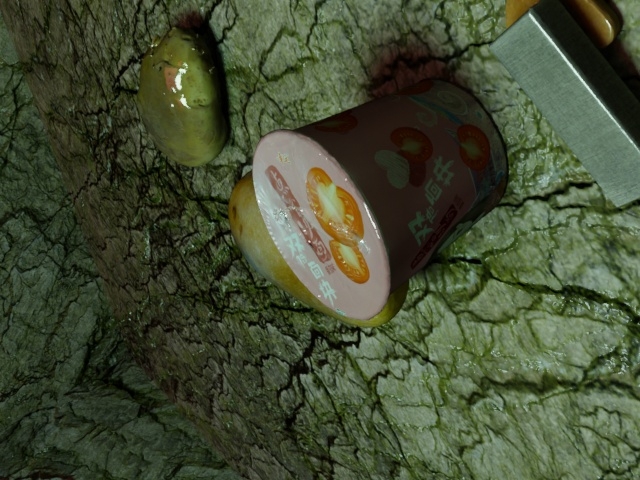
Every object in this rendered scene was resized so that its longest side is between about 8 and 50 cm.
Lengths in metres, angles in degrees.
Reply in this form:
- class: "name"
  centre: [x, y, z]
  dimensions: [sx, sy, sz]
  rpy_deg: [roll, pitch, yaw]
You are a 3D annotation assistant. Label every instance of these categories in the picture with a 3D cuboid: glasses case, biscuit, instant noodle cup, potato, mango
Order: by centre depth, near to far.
- class: "glasses case"
  centre: [0.252, -0.131, 0.695]
  dimensions: [0.205, 0.047, 0.071]
  rpy_deg: [50, 153, -1]
- class: "biscuit"
  centre: [0.233, -0.209, 0.711]
  dimensions: [0.118, 0.023, 0.140]
  rpy_deg: [23, 137, 41]
- class: "instant noodle cup"
  centre: [0.080, -0.062, 0.884]
  dimensions: [0.243, 0.231, 0.243]
  rpy_deg: [41, 147, 33]
- class: "mango"
  centre: [0.000, 0.000, 1.099]
  dimensions: [0.384, 0.199, 0.222]
  rpy_deg: [39, 165, 49]
- class: "potato"
  centre: [-0.259, -0.263, 1.361]
  dimensions: [0.191, 0.141, 0.296]
  rpy_deg: [44, 146, 23]
